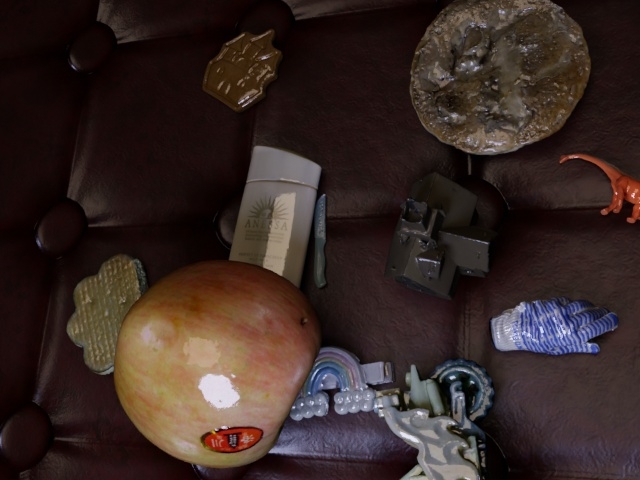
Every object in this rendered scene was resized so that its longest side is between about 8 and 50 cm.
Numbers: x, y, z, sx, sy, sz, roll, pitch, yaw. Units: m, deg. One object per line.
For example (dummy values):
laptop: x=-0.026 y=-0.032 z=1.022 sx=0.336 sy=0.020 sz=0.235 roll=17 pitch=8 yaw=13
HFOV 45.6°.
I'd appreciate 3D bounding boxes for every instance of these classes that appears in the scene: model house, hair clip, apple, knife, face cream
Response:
model house: x=0.222 y=-0.012 z=1.431 sx=0.204 sy=0.243 sz=0.211 roll=13 pitch=78 yaw=23
hair clip: x=0.036 y=0.278 z=1.520 sx=0.220 sy=0.054 sz=0.140 roll=-11 pitch=75 yaw=20
apple: x=-0.196 y=0.224 z=1.430 sx=0.346 sy=0.391 sz=0.392 roll=24 pitch=82 yaw=5
knife: x=0.000 y=0.000 z=1.634 sx=0.028 sy=0.015 sz=0.210 roll=-9 pitch=70 yaw=24
face cream: x=-0.100 y=-0.037 z=1.643 sx=0.173 sy=0.081 sz=0.349 roll=6 pitch=76 yaw=21

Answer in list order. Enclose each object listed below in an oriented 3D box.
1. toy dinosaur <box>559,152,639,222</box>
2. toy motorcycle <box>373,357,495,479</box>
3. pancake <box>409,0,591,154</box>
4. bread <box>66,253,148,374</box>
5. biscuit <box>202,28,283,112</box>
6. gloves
toy dinosaur: x=0.570 y=-0.090 z=1.440 sx=0.279 sy=0.055 sz=0.101 roll=28 pitch=75 yaw=26
toy motorcycle: x=0.202 y=0.414 z=1.354 sx=0.236 sy=0.169 sz=0.410 roll=-3 pitch=67 yaw=13
pancake: x=0.365 y=-0.345 z=1.574 sx=0.386 sy=0.082 sz=0.387 roll=-7 pitch=67 yaw=18
bread: x=-0.475 y=0.178 z=1.724 sx=0.207 sy=0.056 sz=0.287 roll=-16 pitch=69 yaw=11
biscuit: x=-0.178 y=-0.419 z=1.817 sx=0.182 sy=0.034 sz=0.215 roll=35 pitch=87 yaw=25
gloves: x=0.426 y=0.160 z=1.397 sx=0.229 sy=0.097 sz=0.119 roll=-13 pitch=100 yaw=11
